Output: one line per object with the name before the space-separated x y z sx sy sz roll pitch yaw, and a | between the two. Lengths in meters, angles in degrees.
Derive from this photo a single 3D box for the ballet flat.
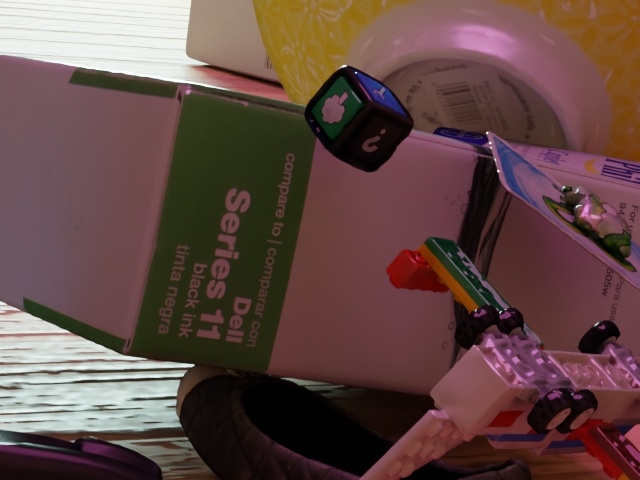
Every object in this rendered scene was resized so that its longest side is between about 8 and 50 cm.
ballet flat | 0.012 0.065 0.578 0.057 0.049 0.173 -5 17 -36

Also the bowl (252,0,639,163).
bowl | 0.088 -0.101 0.953 0.289 0.289 0.156 11 46 10

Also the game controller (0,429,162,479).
game controller | -0.176 0.085 0.404 0.319 0.067 0.166 5 29 -11

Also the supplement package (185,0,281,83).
supplement package | 0.043 -0.191 1.408 0.194 0.149 0.203 19 17 35

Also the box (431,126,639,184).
box | 0.104 0.003 0.835 0.137 0.072 0.126 11 15 9

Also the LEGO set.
LEGO set | 0.090 0.050 0.543 0.244 0.060 0.182 36 18 -16

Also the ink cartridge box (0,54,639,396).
ink cartridge box | 0.000 0.000 0.658 0.208 0.087 0.153 10 2 -32
